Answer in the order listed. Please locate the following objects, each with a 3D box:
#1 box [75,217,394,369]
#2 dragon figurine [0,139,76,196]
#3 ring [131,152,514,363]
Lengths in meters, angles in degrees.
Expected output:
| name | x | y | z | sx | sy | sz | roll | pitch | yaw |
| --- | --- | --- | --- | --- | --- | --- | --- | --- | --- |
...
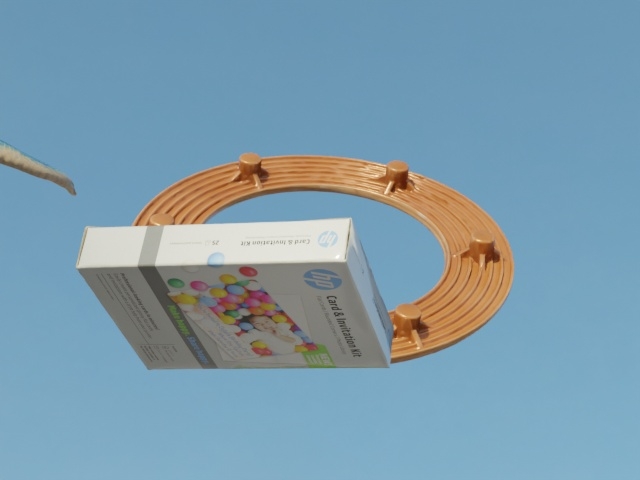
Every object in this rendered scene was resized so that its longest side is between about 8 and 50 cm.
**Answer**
| name | x | y | z | sx | sy | sz | roll | pitch | yaw |
| --- | --- | --- | --- | --- | --- | --- | --- | --- | --- |
| box | -0.054 | 0.041 | 0.957 | 0.186 | 0.038 | 0.145 | -2 | -34 | 14 |
| dragon figurine | -0.317 | -0.092 | 0.991 | 0.289 | 0.144 | 0.085 | -2 | -44 | -29 |
| ring | 0.000 | 0.000 | 1.199 | 0.337 | 0.336 | 0.032 | 2 | -59 | -4 |
